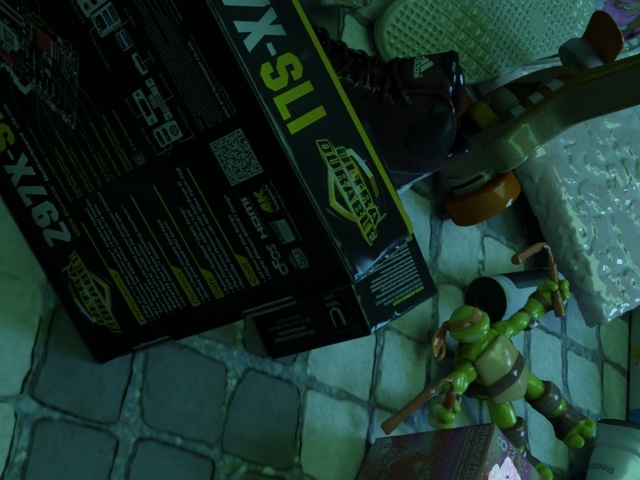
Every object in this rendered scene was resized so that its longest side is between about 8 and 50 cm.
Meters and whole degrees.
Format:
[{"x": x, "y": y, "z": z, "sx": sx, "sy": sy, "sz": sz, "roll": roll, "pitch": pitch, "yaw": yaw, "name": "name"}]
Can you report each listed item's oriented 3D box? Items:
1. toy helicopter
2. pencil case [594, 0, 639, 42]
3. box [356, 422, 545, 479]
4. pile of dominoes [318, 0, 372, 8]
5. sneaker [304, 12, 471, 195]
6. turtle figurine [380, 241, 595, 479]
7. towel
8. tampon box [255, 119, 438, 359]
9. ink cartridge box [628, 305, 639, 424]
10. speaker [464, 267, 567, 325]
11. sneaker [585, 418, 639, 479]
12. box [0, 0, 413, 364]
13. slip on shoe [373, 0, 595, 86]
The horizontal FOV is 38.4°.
[{"x": 0.259, "y": -0.146, "z": 0.920, "sx": 0.235, "sy": 0.355, "sz": 0.140, "roll": -40, "pitch": 105, "yaw": -28, "name": "toy helicopter"}, {"x": 0.367, "y": -0.459, "z": 1.297, "sx": 0.160, "sy": 0.167, "sz": 0.386, "roll": 39, "pitch": 43, "yaw": -69, "name": "pencil case"}, {"x": 0.084, "y": 0.311, "z": 0.725, "sx": 0.154, "sy": 0.142, "sz": 0.300, "roll": 49, "pitch": 46, "yaw": -21, "name": "box"}, {"x": -0.020, "y": -0.347, "z": 0.936, "sx": 0.196, "sy": 0.040, "sz": 0.251, "roll": -25, "pitch": 96, "yaw": -67, "name": "pile of dominoes"}, {"x": 0.039, "y": -0.164, "z": 0.840, "sx": 0.281, "sy": 0.162, "sz": 0.106, "roll": 43, "pitch": 49, "yaw": -27, "name": "sneaker"}, {"x": 0.174, "y": 0.147, "z": 0.923, "sx": 0.269, "sy": 0.087, "sz": 0.217, "roll": -44, "pitch": 113, "yaw": -27, "name": "turtle figurine"}, {"x": 0.382, "y": -0.089, "z": 1.167, "sx": 0.317, "sy": 0.053, "sz": 0.331, "roll": -17, "pitch": 79, "yaw": -30, "name": "towel"}, {"x": 0.000, "y": 0.000, "z": 0.770, "sx": 0.101, "sy": 0.120, "sz": 0.161, "roll": -24, "pitch": 93, "yaw": -47, "name": "tampon box"}, {"x": 0.523, "y": 0.183, "z": 1.208, "sx": 0.171, "sy": 0.168, "sz": 0.232, "roll": 35, "pitch": 52, "yaw": -31, "name": "ink cartridge box"}, {"x": 0.220, "y": 0.062, "z": 1.025, "sx": 0.136, "sy": 0.055, "sz": 0.055, "roll": -3, "pitch": 78, "yaw": -46, "name": "speaker"}, {"x": 0.395, "y": 0.341, "z": 1.087, "sx": 0.297, "sy": 0.111, "sz": 0.129, "roll": 46, "pitch": 63, "yaw": -19, "name": "sneaker"}, {"x": -0.123, "y": -0.094, "z": 0.579, "sx": 0.079, "sy": 0.257, "sz": 0.322, "roll": -37, "pitch": 102, "yaw": -46, "name": "box"}, {"x": 0.186, "y": -0.252, "z": 1.083, "sx": 0.331, "sy": 0.101, "sz": 0.123, "roll": -19, "pitch": 110, "yaw": -35, "name": "slip on shoe"}]
